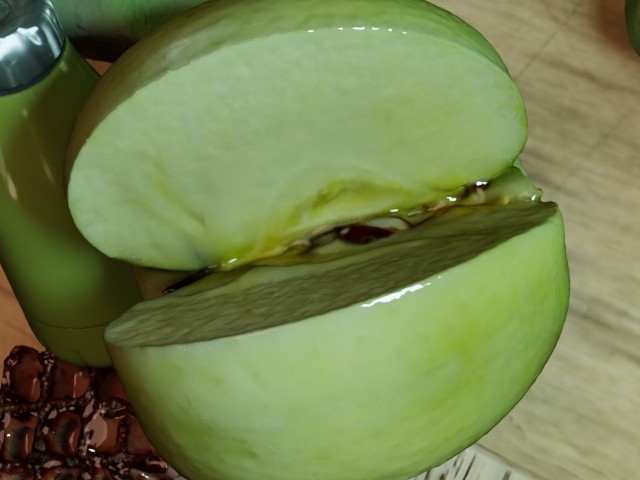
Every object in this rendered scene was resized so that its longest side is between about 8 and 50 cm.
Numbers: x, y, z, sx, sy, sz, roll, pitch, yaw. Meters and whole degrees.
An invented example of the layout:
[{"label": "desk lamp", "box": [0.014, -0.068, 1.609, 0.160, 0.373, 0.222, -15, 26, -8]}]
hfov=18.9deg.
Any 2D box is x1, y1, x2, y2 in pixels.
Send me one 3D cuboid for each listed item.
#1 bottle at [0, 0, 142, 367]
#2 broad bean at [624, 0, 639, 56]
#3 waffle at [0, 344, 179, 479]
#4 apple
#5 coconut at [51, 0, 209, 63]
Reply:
[{"label": "bottle", "box": [-0.160, -0.040, 1.175, 0.112, 0.260, 0.112, -9, 44, 9]}, {"label": "broad bean", "box": [0.260, -0.182, 1.090, 0.153, 0.072, 0.206, 33, 105, 37]}, {"label": "waffle", "box": [-0.173, 0.183, 1.247, 0.221, 0.055, 0.234, -53, 52, 7]}, {"label": "apple", "box": [0.000, 0.000, 1.060, 0.254, 0.292, 0.292, -16, 66, 1]}, {"label": "coconut", "box": [-0.136, -0.250, 1.219, 0.281, 0.328, 0.328, -33, 54, -22]}]
